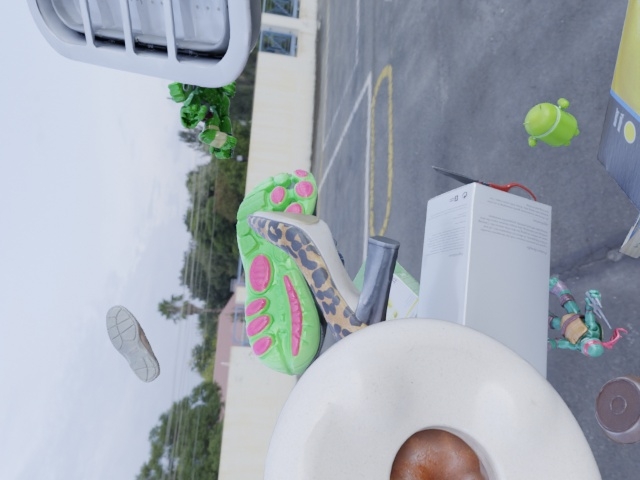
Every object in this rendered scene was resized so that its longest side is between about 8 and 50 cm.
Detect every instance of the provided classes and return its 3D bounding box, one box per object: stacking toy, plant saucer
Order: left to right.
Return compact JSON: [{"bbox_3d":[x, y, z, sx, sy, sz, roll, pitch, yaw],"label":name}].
[{"bbox_3d":[0.083,0.333,0.618,0.479,0.351,0.350,112,161,-61],"label":"stacking toy"},{"bbox_3d":[0.723,0.398,1.096,0.168,0.029,0.168,-62,8,16],"label":"plant saucer"}]

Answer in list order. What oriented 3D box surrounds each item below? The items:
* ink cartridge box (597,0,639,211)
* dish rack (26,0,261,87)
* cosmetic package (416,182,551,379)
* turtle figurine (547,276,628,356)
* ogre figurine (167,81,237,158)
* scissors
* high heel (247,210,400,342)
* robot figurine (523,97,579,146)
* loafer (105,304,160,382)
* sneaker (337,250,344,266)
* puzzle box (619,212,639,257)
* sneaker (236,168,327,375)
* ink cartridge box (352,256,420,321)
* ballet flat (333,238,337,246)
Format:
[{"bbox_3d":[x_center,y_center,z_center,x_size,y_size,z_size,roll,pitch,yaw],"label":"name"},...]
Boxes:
[{"bbox_3d":[0.392,-0.131,0.452,0.307,0.072,0.303,-86,-14,-49],"label":"ink cartridge box"},{"bbox_3d":[-0.163,-0.315,0.375,0.072,0.286,0.332,-44,-36,-46],"label":"dish rack"},{"bbox_3d":[0.307,0.098,0.869,0.155,0.197,0.364,160,122,-67],"label":"cosmetic package"},{"bbox_3d":[0.521,0.177,0.956,0.175,0.118,0.234,-48,10,16],"label":"turtle figurine"},{"bbox_3d":[-0.194,-0.233,0.772,0.197,0.097,0.118,28,-126,-54],"label":"ogre figurine"},{"bbox_3d":[0.430,-0.145,1.183,0.109,0.297,0.021,-52,15,18],"label":"scissors"},{"bbox_3d":[-0.020,0.061,0.655,0.093,0.262,0.186,-9,-68,-54],"label":"high heel"},{"bbox_3d":[0.450,-0.226,0.894,0.101,0.115,0.067,-57,32,31],"label":"robot figurine"},{"bbox_3d":[-0.280,0.155,0.687,0.125,0.045,0.039,59,171,4],"label":"loafer"},{"bbox_3d":[0.040,0.094,1.364,0.058,0.052,0.135,-13,89,41],"label":"sneaker"},{"bbox_3d":[0.889,-0.109,1.185,0.271,0.052,0.409,-63,-28,3],"label":"puzzle box"},{"bbox_3d":[-0.074,0.055,0.997,0.202,0.186,0.481,67,-160,-59],"label":"sneaker"},{"bbox_3d":[0.161,0.138,1.127,0.235,0.056,0.171,47,128,31],"label":"ink cartridge box"},{"bbox_3d":[0.000,0.000,1.198,0.114,0.041,0.041,19,106,42],"label":"ballet flat"}]
